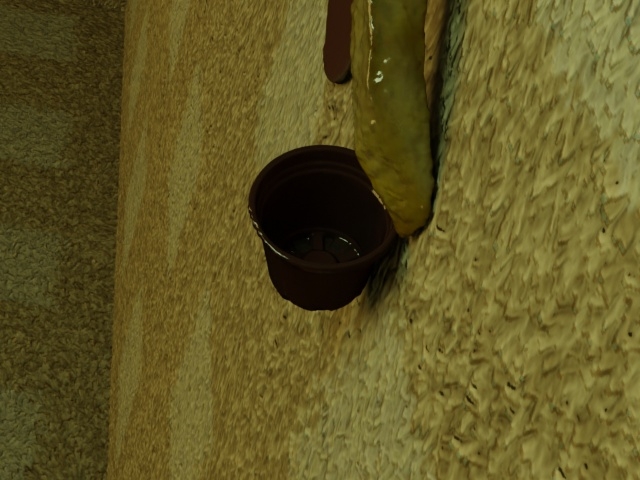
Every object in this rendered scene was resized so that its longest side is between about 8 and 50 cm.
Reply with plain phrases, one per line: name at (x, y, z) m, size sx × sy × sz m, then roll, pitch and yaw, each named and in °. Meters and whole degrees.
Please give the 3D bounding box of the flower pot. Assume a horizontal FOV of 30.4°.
flower pot at (0.000, 0.000, 0.851) m, size 0.089 × 0.111 × 0.111 m, roll 100°, pitch 170°, yaw -54°

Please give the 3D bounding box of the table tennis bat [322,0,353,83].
table tennis bat at (0.029, -0.254, 1.033) m, size 0.131 × 0.022 × 0.234 m, roll 178°, pitch 99°, yaw -75°

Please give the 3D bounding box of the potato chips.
potato chips at (0.060, -0.207, 0.787) m, size 0.057 × 0.080 × 0.406 m, roll -3°, pitch 80°, yaw 64°
